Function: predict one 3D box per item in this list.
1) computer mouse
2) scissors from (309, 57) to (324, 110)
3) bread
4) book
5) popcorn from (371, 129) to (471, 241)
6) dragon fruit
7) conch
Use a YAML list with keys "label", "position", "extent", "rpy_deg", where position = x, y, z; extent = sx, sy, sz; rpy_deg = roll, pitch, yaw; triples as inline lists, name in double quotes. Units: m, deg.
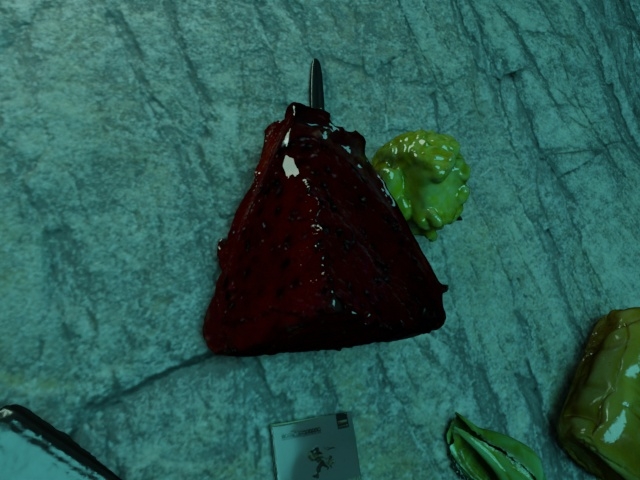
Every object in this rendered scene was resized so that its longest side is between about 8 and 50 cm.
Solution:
- label: "computer mouse"
  position: [-0.289, 0.306, 0.602]
  extent: [0.269, 0.100, 0.170]
  rpy_deg: [40, 60, -5]
- label: "scissors"
  position: [-0.005, -0.198, 0.932]
  extent: [0.088, 0.017, 0.220]
  rpy_deg: [6, 72, -23]
- label: "bread"
  position: [0.523, 0.260, 0.988]
  extent: [0.167, 0.132, 0.294]
  rpy_deg: [46, 60, -14]
- label: "book"
  position: [0.000, 0.333, 0.781]
  extent: [0.127, 0.014, 0.182]
  rpy_deg: [-2, 77, -26]
- label: "popcorn"
  position: [0.156, -0.084, 0.892]
  extent: [0.142, 0.173, 0.174]
  rpy_deg: [20, 63, -56]
- label: "dragon fruit"
  position: [-0.007, 0.004, 0.821]
  extent: [0.286, 0.228, 0.330]
  rpy_deg: [11, 56, -46]
- label: "conch"
  position: [0.279, 0.347, 0.877]
  extent: [0.200, 0.079, 0.095]
  rpy_deg: [24, 78, 1]
